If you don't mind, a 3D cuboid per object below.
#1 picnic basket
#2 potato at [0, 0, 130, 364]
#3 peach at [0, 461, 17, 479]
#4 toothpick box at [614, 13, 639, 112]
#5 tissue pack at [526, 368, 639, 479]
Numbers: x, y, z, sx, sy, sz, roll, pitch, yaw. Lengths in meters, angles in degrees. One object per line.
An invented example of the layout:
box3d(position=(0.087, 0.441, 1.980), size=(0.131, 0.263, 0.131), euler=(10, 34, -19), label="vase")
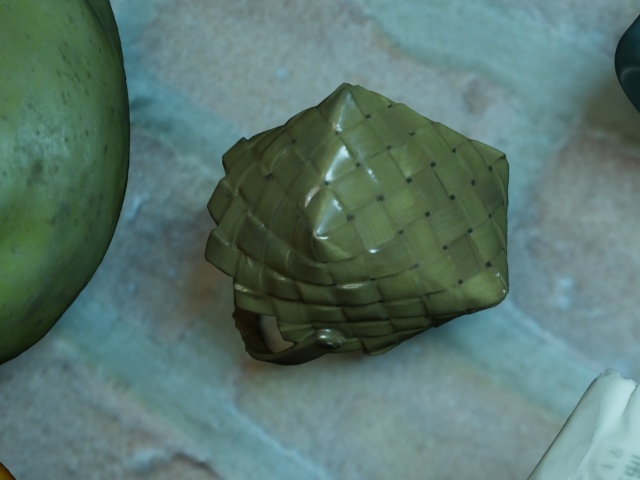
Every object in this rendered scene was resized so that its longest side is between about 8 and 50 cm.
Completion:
box3d(position=(0.000, 0.000, 0.650), size=(0.178, 0.138, 0.128), euler=(-20, 55, 53), label="picnic basket")
box3d(position=(-0.225, -0.066, 0.693), size=(0.221, 0.243, 0.326), euler=(-18, 54, 12), label="potato")
box3d(position=(-0.294, 0.261, 0.571), size=(0.388, 0.388, 0.388), euler=(-7, 71, 21), label="peach")
box3d(position=(0.243, -0.121, 0.586), size=(0.120, 0.120, 0.184), euler=(40, 89, 28), label="toothpick box")
box3d(position=(0.127, 0.253, 0.404), size=(0.266, 0.194, 0.356), euler=(22, 56, 30), label="tissue pack")
